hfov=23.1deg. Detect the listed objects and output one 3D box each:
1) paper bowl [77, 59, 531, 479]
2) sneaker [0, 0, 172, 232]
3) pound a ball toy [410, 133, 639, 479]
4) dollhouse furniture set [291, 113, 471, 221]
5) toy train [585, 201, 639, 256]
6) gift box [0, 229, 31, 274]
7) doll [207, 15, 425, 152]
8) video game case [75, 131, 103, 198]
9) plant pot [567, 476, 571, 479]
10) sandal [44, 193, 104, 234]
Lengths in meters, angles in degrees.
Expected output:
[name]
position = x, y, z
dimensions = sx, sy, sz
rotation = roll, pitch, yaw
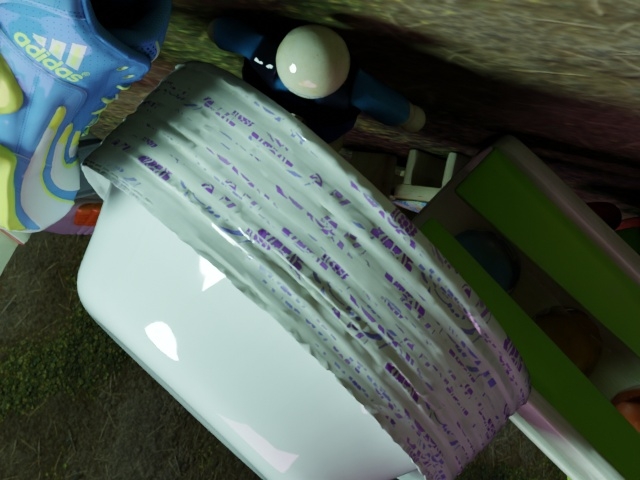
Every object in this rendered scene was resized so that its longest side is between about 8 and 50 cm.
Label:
[paper bowl]
position = -0.027, 0.044, 0.910
dimensions = 0.284, 0.148, 0.284
rotation = 42, 170, 9
[sneaker]
position = -0.127, -0.075, 0.759
dimensions = 0.126, 0.091, 0.240
rotation = 2, 153, 10
[pound a ball toy]
position = 0.214, 0.060, 1.062
dimensions = 0.319, 0.208, 0.136
rotation = 44, 171, -1
[dollhouse furniture set]
position = 0.012, 0.006, 1.203
dimensions = 0.212, 0.161, 0.242
rotation = 7, 173, 44
[toy train]
position = 0.301, 0.025, 1.206
dimensions = 0.143, 0.105, 0.248
rotation = -12, 167, 34
[gift box]
position = -0.441, -0.030, 1.446
dimensions = 0.255, 0.258, 0.276
rotation = 10, 156, 43
[doll]
position = -0.004, -0.085, 0.856
dimensions = 0.129, 0.046, 0.189
rotation = 24, 174, 0
[video game case]
position = -0.306, -0.053, 1.009
dimensions = 0.275, 0.035, 0.248
rotation = -15, -154, -26
[plant pot]
position = 0.361, 0.160, 1.371
dimensions = 0.228, 0.227, 0.207
rotation = -10, -171, -27
[sandal]
position = -0.298, -0.055, 1.775
dimensions = 0.102, 0.076, 0.265
rotation = -22, 166, 37
